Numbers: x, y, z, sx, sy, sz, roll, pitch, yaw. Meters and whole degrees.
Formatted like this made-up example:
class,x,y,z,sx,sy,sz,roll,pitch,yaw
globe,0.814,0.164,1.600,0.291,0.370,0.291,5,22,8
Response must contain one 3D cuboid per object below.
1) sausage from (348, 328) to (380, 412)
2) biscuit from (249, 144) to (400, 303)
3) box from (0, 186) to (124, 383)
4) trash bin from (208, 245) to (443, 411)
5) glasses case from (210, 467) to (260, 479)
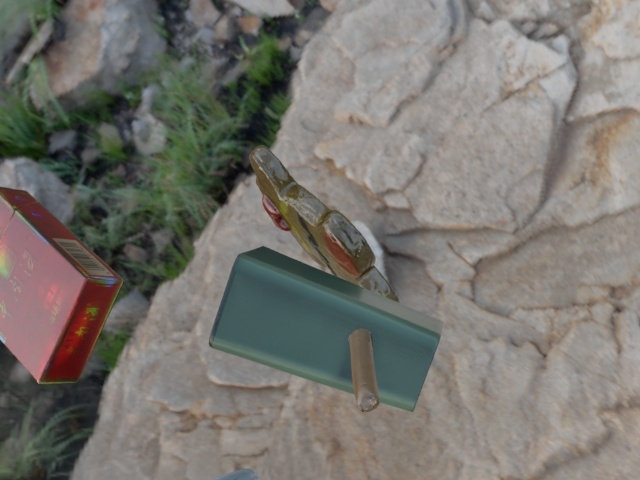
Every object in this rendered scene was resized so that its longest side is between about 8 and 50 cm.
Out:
class,x,y,z,sx,sy,sz,roll,pitch,yaw
sausage,0.044,0.128,0.966,0.026,0.026,0.116,-33,25,15
biscuit,0.000,0.000,2.008,0.076,0.368,0.394,-40,51,-8
box,-0.478,0.067,1.624,0.313,0.089,0.197,37,107,34
trash bin,0.016,0.149,1.607,0.343,0.223,0.158,22,96,6
glasses case,-0.191,0.448,1.683,0.049,0.197,0.076,49,139,31
